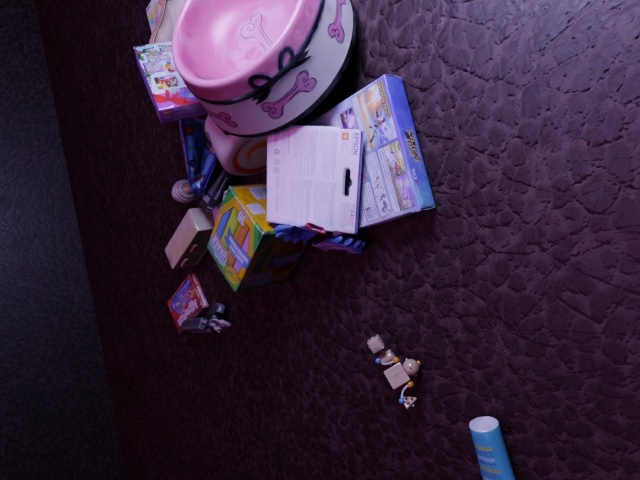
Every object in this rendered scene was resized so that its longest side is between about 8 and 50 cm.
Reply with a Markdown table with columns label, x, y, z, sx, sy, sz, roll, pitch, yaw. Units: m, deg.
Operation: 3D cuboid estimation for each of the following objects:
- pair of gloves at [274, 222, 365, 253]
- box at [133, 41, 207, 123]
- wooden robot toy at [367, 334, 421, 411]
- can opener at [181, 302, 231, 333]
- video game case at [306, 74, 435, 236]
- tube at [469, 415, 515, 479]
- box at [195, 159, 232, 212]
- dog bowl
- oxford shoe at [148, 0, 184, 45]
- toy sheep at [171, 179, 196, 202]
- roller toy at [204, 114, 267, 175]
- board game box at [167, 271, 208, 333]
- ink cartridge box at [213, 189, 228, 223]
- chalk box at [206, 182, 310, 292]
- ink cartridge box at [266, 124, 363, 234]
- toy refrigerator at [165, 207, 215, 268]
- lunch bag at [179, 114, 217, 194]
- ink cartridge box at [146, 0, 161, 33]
| label | x | y | z | sx | sy | sz | roll | pitch | yaw |
| --- | --- | --- | --- | --- | --- | --- | --- | --- | --- |
| pair of gloves | 0.000 | 0.000 | 0.969 | 0.159 | 0.198 | 0.023 | -10 | 64 | 58 |
| box | -0.298 | -0.424 | 1.111 | 0.200 | 0.294 | 0.057 | 65 | 158 | 16 |
| wooden robot toy | 0.177 | 0.274 | 0.935 | 0.079 | 0.076 | 0.173 | -33 | 70 | 9 |
| can opener | -0.408 | 0.291 | 1.559 | 0.281 | 0.074 | 0.093 | -21 | 48 | 46 |
| video game case | 0.095 | -0.164 | 0.912 | 0.244 | 0.061 | 0.269 | -17 | 86 | 49 |
| tube | 0.330 | 0.436 | 0.806 | 0.080 | 0.052 | 0.206 | -12 | 96 | 57 |
| box | -0.319 | -0.175 | 1.314 | 0.162 | 0.029 | 0.116 | -59 | 37 | 4 |
| dog bowl | -0.139 | -0.435 | 0.912 | 0.409 | 0.150 | 0.407 | -9 | 71 | 26 |
| oxford shoe | -0.424 | -0.609 | 1.324 | 0.147 | 0.141 | 0.396 | 32 | 123 | 31 |
| toy sheep | -0.469 | -0.169 | 1.499 | 0.132 | 0.091 | 0.091 | -20 | 83 | 47 |
| roller toy | -0.184 | -0.274 | 1.092 | 0.209 | 0.191 | 0.146 | -49 | 62 | 41 |
| board game box | -0.524 | 0.251 | 1.693 | 0.281 | 0.027 | 0.145 | -43 | 68 | 43 |
| ink cartridge box | -0.280 | -0.099 | 1.330 | 0.180 | 0.060 | 0.104 | -6 | 94 | 48 |
| chalk box | -0.170 | 0.013 | 1.151 | 0.179 | 0.180 | 0.288 | 52 | 132 | 27 |
| ink cartridge box | -0.012 | -0.135 | 0.935 | 0.224 | 0.045 | 0.223 | 10 | 107 | 23 |
| toy refrigerator | -0.434 | -0.002 | 1.487 | 0.269 | 0.102 | 0.094 | -42 | 68 | 43 |
| lunch bag | -0.357 | -0.297 | 1.277 | 0.220 | 0.138 | 0.293 | -106 | 28 | -43 |
| ink cartridge box | -0.531 | -0.760 | 1.456 | 0.109 | 0.062 | 0.209 | -18 | 85 | 48 |
